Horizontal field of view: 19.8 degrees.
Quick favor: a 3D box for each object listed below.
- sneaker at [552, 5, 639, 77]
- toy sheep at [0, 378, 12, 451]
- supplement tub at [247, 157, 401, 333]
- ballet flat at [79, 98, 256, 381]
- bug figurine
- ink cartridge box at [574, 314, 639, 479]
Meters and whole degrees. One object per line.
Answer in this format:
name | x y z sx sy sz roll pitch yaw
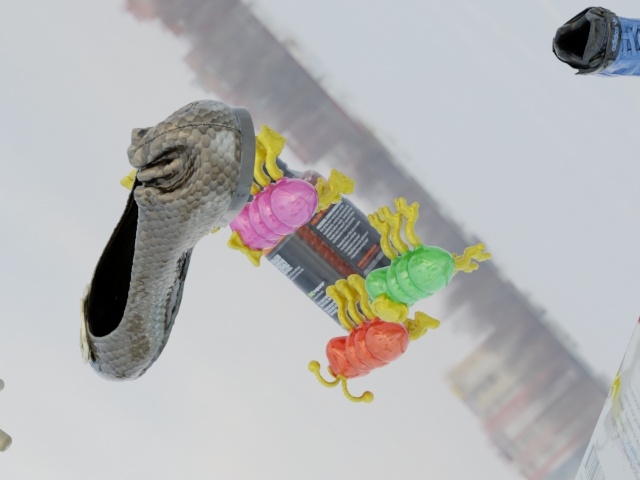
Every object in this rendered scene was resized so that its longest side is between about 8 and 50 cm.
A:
sneaker | 0.269 -0.167 1.564 0.152 0.058 0.084 4 178 42
toy sheep | -0.246 0.092 1.156 0.132 0.091 0.091 28 179 12
supplement tub | 0.000 0.000 1.886 0.198 0.106 0.106 43 -176 -4
ballet flat | -0.097 0.003 0.973 0.250 0.058 0.084 127 139 -56
bug figurine | -0.014 0.022 1.371 0.279 0.072 0.216 28 145 -20
ink cartridge box | 0.232 0.125 1.141 0.078 0.231 0.134 10 -153 -13
